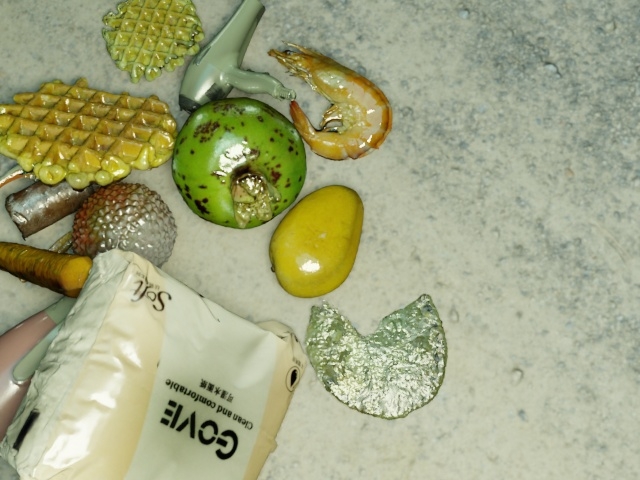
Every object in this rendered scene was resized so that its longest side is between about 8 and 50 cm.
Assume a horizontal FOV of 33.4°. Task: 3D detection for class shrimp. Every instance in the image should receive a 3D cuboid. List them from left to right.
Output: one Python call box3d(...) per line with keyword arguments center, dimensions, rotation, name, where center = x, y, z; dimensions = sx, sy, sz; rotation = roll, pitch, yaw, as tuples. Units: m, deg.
box3d(center=(0.007, -0.232, 1.748), dimensions=(0.150, 0.068, 0.249), rotation=(-45, 75, -1), name="shrimp")

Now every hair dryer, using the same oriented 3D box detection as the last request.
box3d(center=(-0.118, -0.309, 1.745), dimensions=(0.225, 0.088, 0.218), rotation=(-4, 63, 31), name="hair dryer")

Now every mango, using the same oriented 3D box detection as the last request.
box3d(center=(0.000, 0.000, 1.657), dimensions=(0.137, 0.098, 0.195), rotation=(31, 70, 16), name="mango")

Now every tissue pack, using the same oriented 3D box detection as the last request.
box3d(center=(-0.228, 0.237, 1.511), dimensions=(0.376, 0.195, 0.389), rotation=(32, 71, -32), name="tissue pack")

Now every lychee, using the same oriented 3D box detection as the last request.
box3d(center=(-0.306, -0.012, 1.664), dimensions=(0.165, 0.197, 0.165), rotation=(1, 106, 3), name="lychee")

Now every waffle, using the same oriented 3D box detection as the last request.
box3d(center=(-0.371, -0.180, 1.707), dimensions=(0.301, 0.058, 0.282), rotation=(27, 41, 25), name="waffle")
box3d(center=(-0.286, -0.355, 1.817), dimensions=(0.169, 0.036, 0.183), rotation=(-27, 61, 2), name="waffle")

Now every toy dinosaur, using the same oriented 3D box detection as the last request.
box3d(center=(-0.463, -0.129, 1.770), dimensions=(0.106, 0.044, 0.187), rotation=(26, 72, -4), name="toy dinosaur")

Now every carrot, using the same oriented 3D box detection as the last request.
box3d(center=(-0.438, 0.039, 1.633), dimensions=(0.314, 0.066, 0.066), rotation=(9, 70, 43), name="carrot")

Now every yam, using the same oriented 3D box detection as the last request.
box3d(center=(-0.437, -0.065, 1.726), dimensions=(0.141, 0.079, 0.079), rotation=(-27, 72, -6), name="yam")

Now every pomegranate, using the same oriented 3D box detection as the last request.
box3d(center=(-0.119, -0.109, 1.626), dimensions=(0.211, 0.263, 0.210), rotation=(-5, 113, -13), name="pomegranate")

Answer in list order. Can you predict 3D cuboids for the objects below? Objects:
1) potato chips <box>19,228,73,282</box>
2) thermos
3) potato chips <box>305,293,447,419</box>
box3d(center=(-0.406, -0.003, 1.724), dimensions=(0.204, 0.037, 0.026), rotation=(-41, 81, -7), name="potato chips")
box3d(center=(-0.425, 0.183, 1.596), dimensions=(0.146, 0.176, 0.265), rotation=(46, 81, -5), name="thermos")
box3d(center=(0.084, 0.169, 1.629), dimensions=(0.220, 0.029, 0.201), rotation=(8, 76, 6), name="potato chips")
